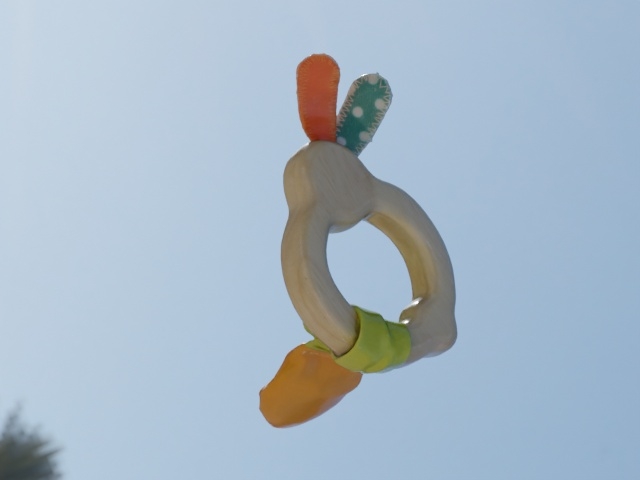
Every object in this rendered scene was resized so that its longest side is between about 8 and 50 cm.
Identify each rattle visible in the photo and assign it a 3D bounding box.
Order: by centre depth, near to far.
[{"bbox_3d":[0.000,0.000,1.265,0.199,0.130,0.143,66,-25,11],"label":"rattle"}]
